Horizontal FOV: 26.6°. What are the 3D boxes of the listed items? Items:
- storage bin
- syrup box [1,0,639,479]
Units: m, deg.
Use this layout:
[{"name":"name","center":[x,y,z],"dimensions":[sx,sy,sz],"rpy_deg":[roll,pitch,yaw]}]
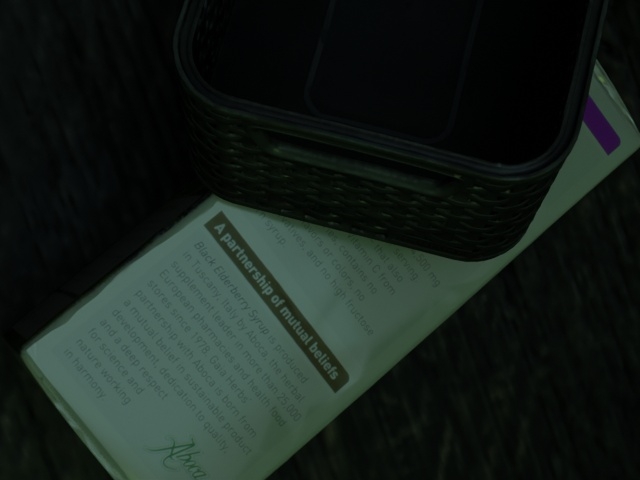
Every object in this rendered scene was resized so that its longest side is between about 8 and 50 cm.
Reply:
[{"name":"storage bin","center":[0.032,-0.097,0.450],"dimensions":[0.122,0.084,0.180],"rpy_deg":[14,73,2]},{"name":"syrup box","center":[0.000,0.000,0.526],"dimensions":[0.237,0.093,0.096],"rpy_deg":[-39,101,-14]}]
